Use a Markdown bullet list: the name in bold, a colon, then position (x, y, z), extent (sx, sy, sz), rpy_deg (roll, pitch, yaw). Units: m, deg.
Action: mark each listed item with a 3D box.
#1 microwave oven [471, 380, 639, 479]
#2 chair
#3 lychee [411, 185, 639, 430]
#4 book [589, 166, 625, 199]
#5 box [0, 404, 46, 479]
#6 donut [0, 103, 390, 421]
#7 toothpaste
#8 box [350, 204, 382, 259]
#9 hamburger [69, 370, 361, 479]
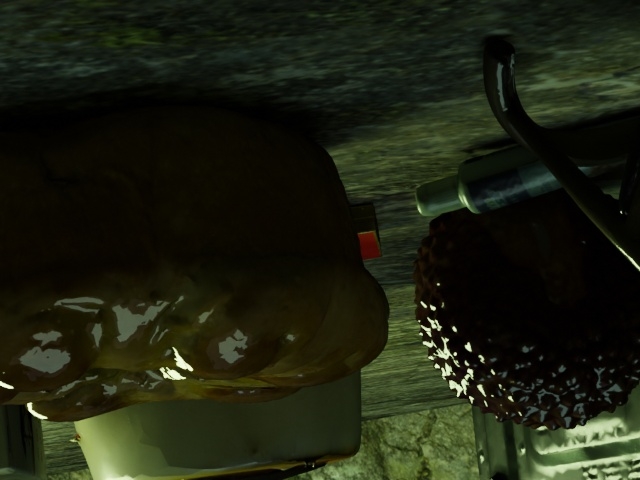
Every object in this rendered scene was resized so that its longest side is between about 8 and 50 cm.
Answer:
- **microwave oven**: position (0.314, 0.151, 1.763), extent (0.218, 0.286, 0.355), rpy_deg (-1, 169, -33)
- **chair**: position (0.225, -0.056, 0.910), extent (0.188, 0.166, 0.272), rpy_deg (-2, -149, -36)
- **lychee**: position (0.148, 0.043, 1.294), extent (0.188, 0.188, 0.188), rpy_deg (-8, 170, -1)
- **book**: position (0.250, -0.051, 1.332), extent (0.138, 0.016, 0.199), rpy_deg (-4, 169, -23)
- **box**: position (-0.282, 0.130, 1.561), extent (0.067, 0.149, 0.233), rpy_deg (-10, 170, -2)
- **donut**: position (-0.111, 0.022, 1.071), extent (0.299, 0.150, 0.317), rpy_deg (-4, 171, -20)
- **toothpaste**: position (0.162, -0.054, 1.195), extent (0.216, 0.037, 0.062), rpy_deg (-17, 167, 20)
- **box**: position (0.000, 0.000, 1.411), extent (0.090, 0.023, 0.133), rpy_deg (-10, 171, 1)
- **hamburger**: position (-0.098, 0.144, 1.721), extent (0.276, 0.179, 0.294), rpy_deg (-5, 167, -34)
